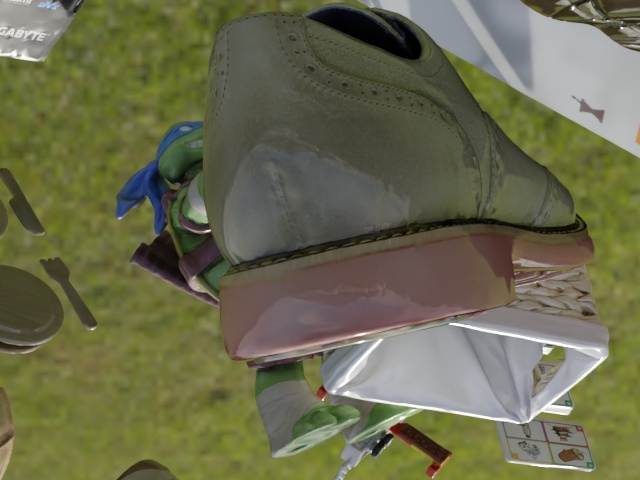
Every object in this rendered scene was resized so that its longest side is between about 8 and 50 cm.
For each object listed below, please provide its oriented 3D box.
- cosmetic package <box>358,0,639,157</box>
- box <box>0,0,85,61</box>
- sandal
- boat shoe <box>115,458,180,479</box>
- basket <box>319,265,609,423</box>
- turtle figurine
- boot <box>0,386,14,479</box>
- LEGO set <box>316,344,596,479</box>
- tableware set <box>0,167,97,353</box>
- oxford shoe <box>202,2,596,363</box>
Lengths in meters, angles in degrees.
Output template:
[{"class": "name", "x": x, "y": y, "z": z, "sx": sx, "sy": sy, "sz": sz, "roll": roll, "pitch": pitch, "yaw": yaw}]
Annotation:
[{"class": "cosmetic package", "x": 0.191, "y": -0.208, "z": 1.301, "sx": 0.453, "sy": 0.161, "sz": 0.230, "roll": 31, "pitch": 156, "yaw": 16}, {"class": "box", "x": -0.235, "y": -0.252, "z": 1.231, "sx": 0.295, "sy": 0.073, "sz": 0.293, "roll": 4, "pitch": 135, "yaw": -43}, {"class": "sandal", "x": 0.168, "y": -0.145, "z": 1.029, "sx": 0.090, "sy": 0.060, "sz": 0.219, "roll": 1, "pitch": 174, "yaw": 36}, {"class": "boat shoe", "x": -0.169, "y": 0.297, "z": 1.254, "sx": 0.110, "sy": 0.341, "sz": 0.122, "roll": 31, "pitch": 155, "yaw": 15}, {"class": "basket", "x": 0.092, "y": 0.045, "z": 1.297, "sx": 0.167, "sy": 0.103, "sz": 0.113, "roll": 12, "pitch": 143, "yaw": -26}, {"class": "turtle figurine", "x": 0.000, "y": 0.000, "z": 1.371, "sx": 0.274, "sy": 0.266, "sz": 0.198, "roll": -23, "pitch": 166, "yaw": 0}, {"class": "boot", "x": -0.381, "y": 0.191, "z": 1.771, "sx": 0.269, "sy": 0.089, "sz": 0.236, "roll": -32, "pitch": 152, "yaw": -54}, {"class": "LEGO set", "x": 0.080, "y": 0.116, "z": 1.529, "sx": 0.244, "sy": 0.182, "sz": 0.060, "roll": 8, "pitch": 131, "yaw": -19}, {"class": "tableware set", "x": -0.271, "y": 0.022, "z": 1.524, "sx": 0.128, "sy": 0.194, "sz": 0.039, "roll": -4, "pitch": 136, "yaw": -38}, {"class": "oxford shoe", "x": 0.042, "y": -0.040, "z": 0.900, "sx": 0.140, "sy": 0.147, "sz": 0.397, "roll": -13, "pitch": -179, "yaw": 11}]
